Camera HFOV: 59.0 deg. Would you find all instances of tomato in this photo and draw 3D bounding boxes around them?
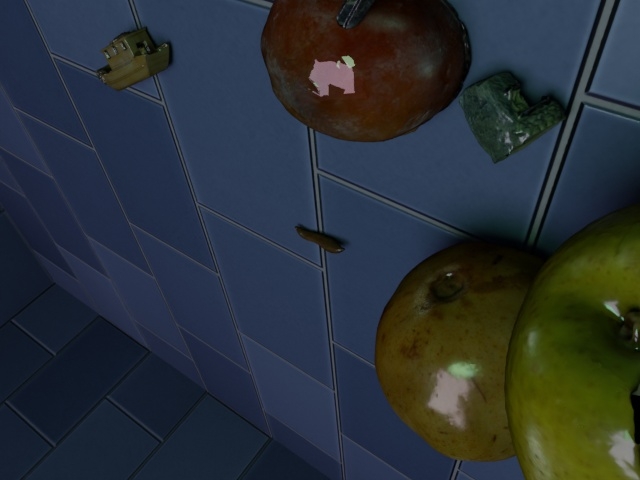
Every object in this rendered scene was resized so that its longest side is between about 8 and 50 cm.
[{"bbox_3d":[0.027,-0.186,0.588,0.214,0.155,0.180,35,145,15],"label":"tomato"}]

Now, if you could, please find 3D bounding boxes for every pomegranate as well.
[{"bbox_3d":[0.198,0.140,0.693,0.264,0.264,0.264,29,147,21],"label":"pomegranate"}]

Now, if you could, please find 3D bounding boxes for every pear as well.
[{"bbox_3d":[0.300,0.129,0.498,0.386,0.340,0.191,31,162,-27],"label":"pear"}]

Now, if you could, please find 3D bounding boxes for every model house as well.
[{"bbox_3d":[0.187,-0.131,0.568,0.083,0.066,0.079,59,161,7],"label":"model house"}]

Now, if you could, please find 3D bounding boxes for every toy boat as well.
[{"bbox_3d":[-0.316,-0.297,0.930,0.200,0.057,0.077,2,126,49],"label":"toy boat"}]

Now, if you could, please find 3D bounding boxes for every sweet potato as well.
[{"bbox_3d":[0.000,0.000,0.970,0.115,0.026,0.026,23,145,38],"label":"sweet potato"}]

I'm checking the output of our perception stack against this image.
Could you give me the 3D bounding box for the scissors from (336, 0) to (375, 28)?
[{"bbox_3d":[0.092,-0.273,0.387,0.317,0.160,0.024,-47,53,45],"label":"scissors"}]
